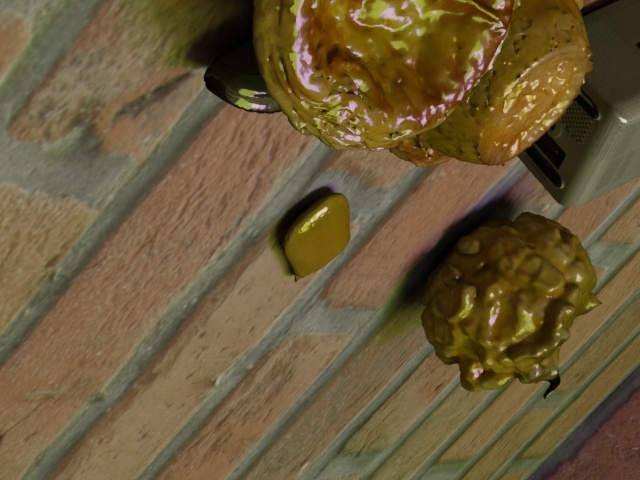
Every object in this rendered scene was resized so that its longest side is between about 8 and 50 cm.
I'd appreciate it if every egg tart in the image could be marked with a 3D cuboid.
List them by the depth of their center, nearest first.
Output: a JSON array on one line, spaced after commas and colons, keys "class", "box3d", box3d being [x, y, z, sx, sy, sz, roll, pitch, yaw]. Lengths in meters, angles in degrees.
[{"class": "egg tart", "box3d": [0.043, -0.212, 1.267, 0.295, 0.116, 0.295, -23, 131, -30]}, {"class": "egg tart", "box3d": [0.185, -0.176, 1.643, 0.288, 0.118, 0.288, -34, 153, -20]}]

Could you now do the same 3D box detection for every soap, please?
[{"class": "soap", "box3d": [0.000, 0.000, 1.753, 0.089, 0.033, 0.168, -37, 159, -7]}]

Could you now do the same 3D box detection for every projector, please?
[{"class": "projector", "box3d": [0.351, -0.171, 1.867, 0.242, 0.163, 0.177, -27, 155, -29]}]

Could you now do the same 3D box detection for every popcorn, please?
[{"class": "popcorn", "box3d": [0.253, 0.086, 2.100, 0.249, 0.225, 0.249, -40, 157, -21]}]

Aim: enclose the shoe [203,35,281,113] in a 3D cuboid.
[{"class": "shoe", "box3d": [-0.024, -0.166, 1.362, 0.194, 0.074, 0.077, -21, 139, -48]}]
